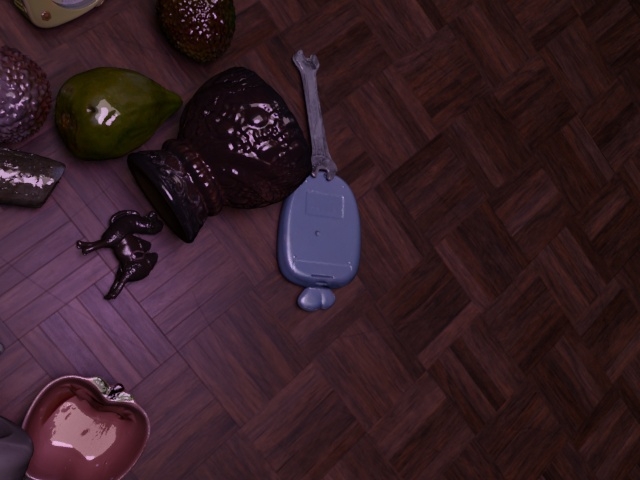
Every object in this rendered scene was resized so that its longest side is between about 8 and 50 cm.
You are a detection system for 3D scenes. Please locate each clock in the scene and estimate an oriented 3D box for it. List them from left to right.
[{"bbox_3d":[-0.457,-0.505,1.184,0.232,0.170,0.069,-36,59,-28],"label":"clock"}]

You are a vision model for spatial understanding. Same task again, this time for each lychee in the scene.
[{"bbox_3d":[-0.550,-0.255,1.107,0.165,0.165,0.197,-31,62,-23],"label":"lychee"},{"bbox_3d":[-0.239,-0.435,1.268,0.171,0.171,0.171,3,82,-23],"label":"lychee"}]

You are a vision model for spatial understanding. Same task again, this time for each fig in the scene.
[{"bbox_3d":[-0.371,-0.245,1.175,0.234,0.167,0.167,-39,99,-15],"label":"fig"}]

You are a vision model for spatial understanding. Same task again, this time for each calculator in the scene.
[{"bbox_3d":[0.000,0.000,1.373,0.189,0.042,0.302,6,78,-23],"label":"calculator"}]

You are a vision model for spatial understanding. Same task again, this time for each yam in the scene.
[{"bbox_3d":[-0.548,-0.114,1.123,0.183,0.107,0.107,12,79,-22],"label":"yam"}]

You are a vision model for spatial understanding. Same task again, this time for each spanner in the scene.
[{"bbox_3d":[-0.012,-0.273,1.398,0.071,0.017,0.301,-3,78,-25],"label":"spanner"}]

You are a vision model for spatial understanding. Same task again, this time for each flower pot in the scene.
[{"bbox_3d":[-0.193,-0.144,1.195,0.267,0.267,0.266,-39,99,-17],"label":"flower pot"}]

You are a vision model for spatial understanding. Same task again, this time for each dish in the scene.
[{"bbox_3d":[-0.413,0.331,1.130,0.214,0.090,0.213,2,85,-21],"label":"dish"}]

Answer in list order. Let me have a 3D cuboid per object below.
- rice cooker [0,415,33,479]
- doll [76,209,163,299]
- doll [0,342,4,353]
[{"bbox_3d":[-0.604,0.365,0.920,0.335,0.335,0.325,21,80,-20],"label":"rice cooker"},{"bbox_3d":[-0.362,0.015,1.212,0.165,0.057,0.139,-33,94,-28],"label":"doll"},{"bbox_3d":[-0.589,0.185,1.096,0.083,0.050,0.076,38,66,-13],"label":"doll"}]
